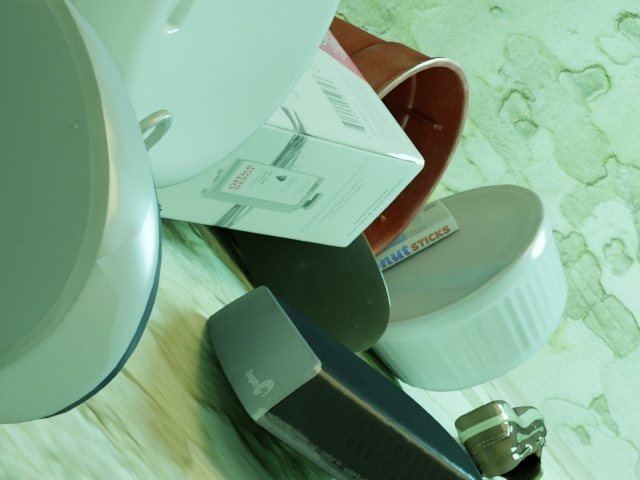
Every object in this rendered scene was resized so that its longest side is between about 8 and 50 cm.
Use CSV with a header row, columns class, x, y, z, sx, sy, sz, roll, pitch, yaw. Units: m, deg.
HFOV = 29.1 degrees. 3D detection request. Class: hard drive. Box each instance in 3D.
class,x,y,z,sx,sy,sz,roll,pitch,yaw
hard drive,0.012,0.104,0.792,0.172,0.054,0.255,37,1,-13

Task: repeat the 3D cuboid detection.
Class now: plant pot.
class,x,y,z,sx,sy,sz,roll,pitch,yaw
plant pot,-0.022,-0.142,1.361,0.265,0.272,0.272,37,0,25

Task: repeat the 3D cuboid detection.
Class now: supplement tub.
class,x,y,z,sx,sy,sz,roll,pitch,yaw
supplement tub,-0.160,-0.201,0.716,0.316,0.228,0.228,37,2,18

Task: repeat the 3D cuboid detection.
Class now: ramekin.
class,x,y,z,sx,sy,sz,roll,pitch,yaw
ramekin,0.163,0.062,1.450,0.127,0.273,0.273,60,1,-23

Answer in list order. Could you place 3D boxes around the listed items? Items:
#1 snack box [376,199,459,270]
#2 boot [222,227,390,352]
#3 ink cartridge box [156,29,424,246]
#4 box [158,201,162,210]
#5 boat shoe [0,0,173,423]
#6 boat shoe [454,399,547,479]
class,x,y,z,sx,sy,sz,roll,pitch,yaw
snack box,0.074,0.010,1.463,0.022,0.178,0.064,61,1,-23
boot,-0.039,-0.012,1.192,0.305,0.112,0.115,48,-5,17
ink cartridge box,-0.079,-0.118,1.012,0.283,0.117,0.207,10,41,-49
box,-0.148,-0.040,0.775,0.062,0.052,0.083,40,11,-47
boat shoe,-0.145,-0.039,0.505,0.367,0.136,0.156,41,-4,41
boat shoe,0.230,0.260,1.508,0.257,0.095,0.095,22,40,-64
